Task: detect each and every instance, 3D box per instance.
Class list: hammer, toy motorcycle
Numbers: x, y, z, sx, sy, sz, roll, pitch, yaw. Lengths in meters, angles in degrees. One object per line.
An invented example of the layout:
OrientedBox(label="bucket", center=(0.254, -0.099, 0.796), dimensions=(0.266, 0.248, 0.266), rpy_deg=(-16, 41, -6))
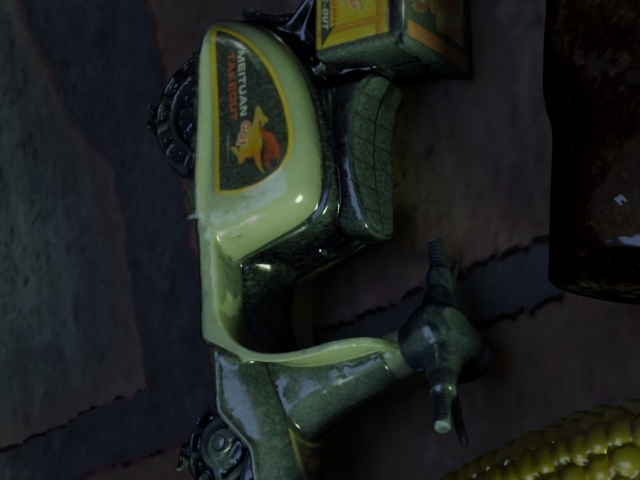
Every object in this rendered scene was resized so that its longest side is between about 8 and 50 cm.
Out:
OrientedBox(label="hammer", center=(0.265, -0.087, 0.701), dimensions=(0.408, 0.095, 0.242), rpy_deg=(4, 82, 38))
OrientedBox(label="toy motorcycle", center=(0.000, 0.000, 0.898), dimensions=(0.157, 0.091, 0.263), rpy_deg=(-13, 69, 32))

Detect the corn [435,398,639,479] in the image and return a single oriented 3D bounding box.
OrientedBox(label="corn", center=(0.052, 0.144, 0.823), dimensions=(0.291, 0.101, 0.101), rpy_deg=(-29, 63, 27))
